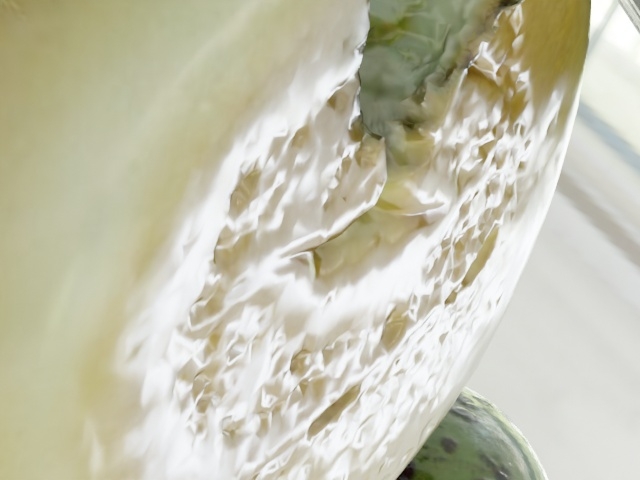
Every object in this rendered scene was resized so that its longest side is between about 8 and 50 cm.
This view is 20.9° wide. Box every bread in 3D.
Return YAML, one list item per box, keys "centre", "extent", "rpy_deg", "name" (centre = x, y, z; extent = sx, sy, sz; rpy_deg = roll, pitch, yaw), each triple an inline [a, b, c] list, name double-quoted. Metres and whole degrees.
- centre: [-0.049, -0.015, 0.526]
  extent: [0.160, 0.333, 0.333]
  rpy_deg: [25, -157, 28]
  name: "bread"

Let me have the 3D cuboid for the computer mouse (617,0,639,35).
- centre: [0.169, -0.118, 0.678]
  extent: [0.184, 0.121, 0.297]
  rpy_deg: [40, -158, -51]
  name: "computer mouse"

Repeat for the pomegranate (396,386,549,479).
- centre: [0.085, 0.224, 1.109]
  extent: [0.306, 0.242, 0.242]
  rpy_deg: [29, -153, -6]
  name: "pomegranate"
